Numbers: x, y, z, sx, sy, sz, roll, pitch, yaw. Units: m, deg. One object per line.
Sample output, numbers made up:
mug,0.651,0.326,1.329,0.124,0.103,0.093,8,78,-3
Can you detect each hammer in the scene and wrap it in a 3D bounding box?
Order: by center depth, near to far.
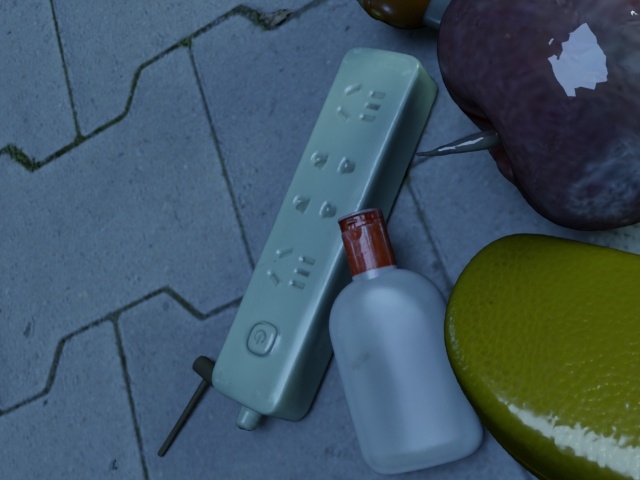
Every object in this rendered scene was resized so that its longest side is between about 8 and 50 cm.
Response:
hammer,-0.134,0.171,0.791,0.035,0.019,0.110,35,97,30

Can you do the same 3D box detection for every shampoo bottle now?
shampoo bottle,0.062,0.082,0.673,0.108,0.051,0.221,-17,82,16

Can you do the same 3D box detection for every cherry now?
cherry,0.205,-0.127,0.602,0.285,0.213,0.236,-24,89,4

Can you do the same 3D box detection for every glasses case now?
glasses case,0.264,0.123,0.538,0.371,0.141,0.173,15,67,29

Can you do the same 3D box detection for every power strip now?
power strip,0.000,0.000,0.750,0.091,0.062,0.385,19,83,32

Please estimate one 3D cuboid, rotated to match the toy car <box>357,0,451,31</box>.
toy car,0.149,-0.276,0.721,0.235,0.145,0.235,4,103,18
